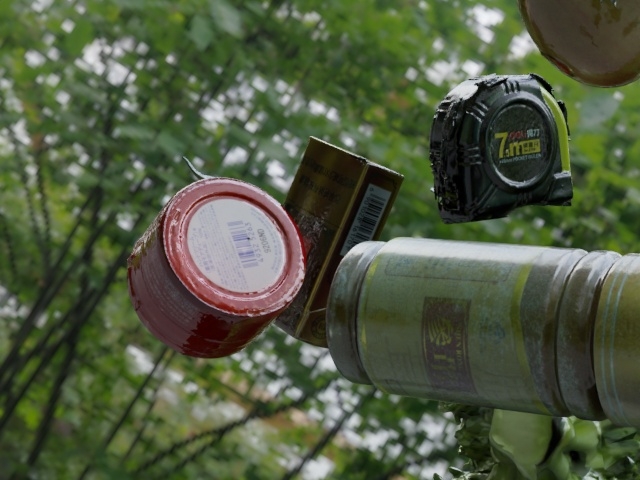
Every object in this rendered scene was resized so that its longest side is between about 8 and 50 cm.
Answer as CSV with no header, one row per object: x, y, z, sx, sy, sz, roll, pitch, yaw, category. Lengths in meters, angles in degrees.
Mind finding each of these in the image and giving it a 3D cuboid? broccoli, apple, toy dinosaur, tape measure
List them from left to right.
-0.153,-0.076,2.012,0.120,0.060,0.029,46,-46,22,toy dinosaur
0.228,-0.121,1.810,0.199,0.186,0.112,-11,12,-31,tape measure
0.262,0.251,1.685,0.277,0.338,0.318,5,-47,25,broccoli
0.491,-0.440,2.435,0.305,0.338,0.338,42,-15,-14,apple

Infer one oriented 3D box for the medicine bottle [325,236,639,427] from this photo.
0.174,0.079,1.296,0.322,0.151,0.151,4,-26,32,medicine bottle

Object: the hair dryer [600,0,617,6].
0.468,-0.477,1.977,0.173,0.357,0.107,32,-9,-14,hair dryer

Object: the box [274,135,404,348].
0.000,0.000,1.819,0.071,0.240,0.159,19,6,-35,box

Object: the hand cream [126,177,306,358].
-0.122,0.032,1.677,0.193,0.193,0.125,33,-35,-9,hand cream
